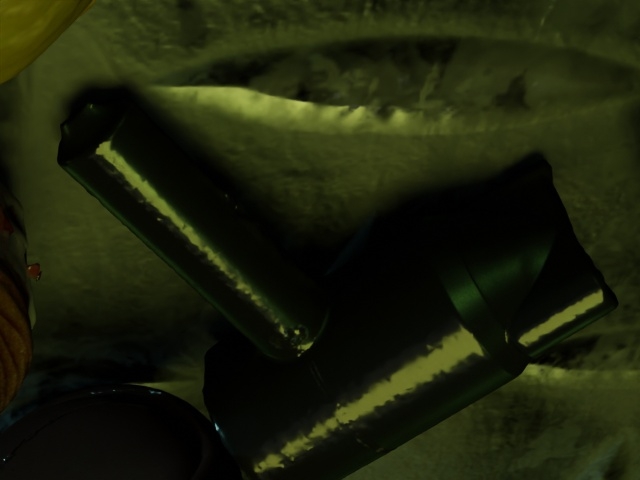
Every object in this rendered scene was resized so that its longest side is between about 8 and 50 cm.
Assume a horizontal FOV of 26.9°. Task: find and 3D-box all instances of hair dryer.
[{"bbox_3d":[0.000,0.000,0.755,0.244,0.116,0.302,-34,127,16],"label":"hair dryer"}]

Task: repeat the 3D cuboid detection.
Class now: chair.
[{"bbox_3d":[-0.100,0.252,0.888,0.226,0.226,0.401,-23,137,8],"label":"chair"}]

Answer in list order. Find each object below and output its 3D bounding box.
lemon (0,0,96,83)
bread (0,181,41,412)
[{"bbox_3d":[-0.171,-0.166,0.392,0.297,0.297,0.297,-8,137,-8],"label":"lemon"},{"bbox_3d":[-0.250,0.038,0.682,0.212,0.142,0.224,-35,133,25],"label":"bread"}]
